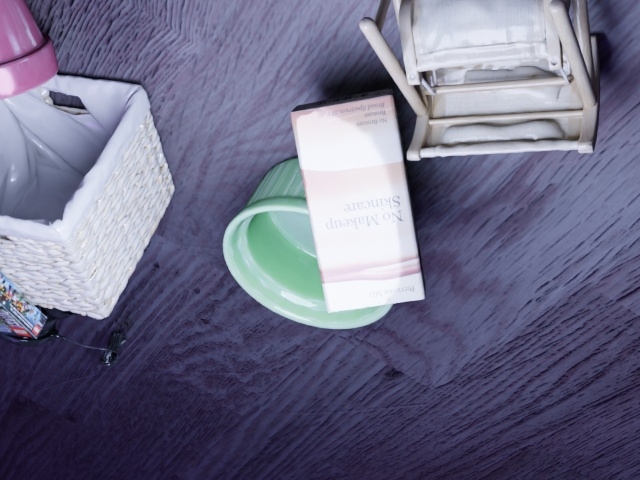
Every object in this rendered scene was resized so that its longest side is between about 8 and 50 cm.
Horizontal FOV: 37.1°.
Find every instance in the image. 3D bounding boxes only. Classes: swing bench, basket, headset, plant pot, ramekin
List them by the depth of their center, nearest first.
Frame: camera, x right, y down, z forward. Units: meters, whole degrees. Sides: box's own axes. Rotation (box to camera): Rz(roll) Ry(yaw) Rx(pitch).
[{"bbox_3d":[0.217,-0.243,1.236,0.253,0.165,0.254,0,142,25],"label":"swing bench"},{"bbox_3d":[-0.527,-0.328,1.477,0.201,0.201,0.180,4,122,22],"label":"plant pot"},{"bbox_3d":[-0.465,-0.086,1.618,0.328,0.331,0.266,10,145,16],"label":"basket"},{"bbox_3d":[0.000,0.000,1.625,0.304,0.148,0.303,13,141,11],"label":"ramekin"},{"bbox_3d":[-0.576,0.122,2.042,0.243,0.185,0.394,-37,107,20],"label":"headset"}]

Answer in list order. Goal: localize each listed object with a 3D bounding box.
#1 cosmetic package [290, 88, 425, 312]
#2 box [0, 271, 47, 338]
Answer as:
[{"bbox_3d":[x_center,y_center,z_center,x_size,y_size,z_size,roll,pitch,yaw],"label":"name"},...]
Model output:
[{"bbox_3d":[0.057,-0.060,1.386,0.153,0.129,0.296,-10,102,7],"label":"cosmetic package"},{"bbox_3d":[-0.604,0.097,1.623,0.233,0.044,0.159,4,145,25],"label":"box"}]
